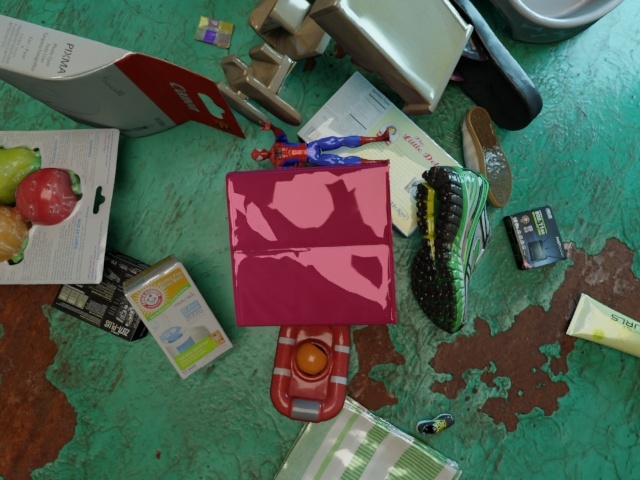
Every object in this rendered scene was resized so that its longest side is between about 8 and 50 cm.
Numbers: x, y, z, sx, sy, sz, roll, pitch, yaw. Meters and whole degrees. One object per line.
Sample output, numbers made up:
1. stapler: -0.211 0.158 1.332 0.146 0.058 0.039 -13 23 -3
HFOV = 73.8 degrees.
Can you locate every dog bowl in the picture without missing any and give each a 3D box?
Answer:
1. dog bowl: 0.489 -0.586 0.852 0.349 0.102 0.348 0 110 1

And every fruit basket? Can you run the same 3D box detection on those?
1. fruit basket: -0.590 -0.071 0.860 0.354 0.165 0.326 0 76 -3

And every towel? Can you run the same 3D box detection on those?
1. towel: -0.239 -0.471 0.962 0.083 0.009 0.060 17 87 2
2. towel: 0.094 0.487 0.878 0.325 0.038 0.247 30 88 2

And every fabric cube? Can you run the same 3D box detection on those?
1. fabric cube: 0.000 0.000 0.774 0.259 0.254 0.258 -3 94 9

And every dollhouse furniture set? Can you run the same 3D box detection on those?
1. dollhouse furniture set: 0.034 -0.382 0.816 0.257 0.394 0.361 29 85 -36

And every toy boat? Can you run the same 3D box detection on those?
1. toy boat: -0.016 0.229 0.827 0.151 0.151 0.230 7 69 1

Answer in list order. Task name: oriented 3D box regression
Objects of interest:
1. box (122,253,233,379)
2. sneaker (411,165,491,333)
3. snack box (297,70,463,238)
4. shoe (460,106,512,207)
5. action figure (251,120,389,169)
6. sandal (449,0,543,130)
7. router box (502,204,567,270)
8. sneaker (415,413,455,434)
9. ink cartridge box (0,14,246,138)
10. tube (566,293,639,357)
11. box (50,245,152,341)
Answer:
1. box: -0.277 0.143 0.826 0.114 0.103 0.203 -32 110 -19
2. sneaker: 0.278 0.025 0.844 0.147 0.134 0.343 -6 107 -24
3. snack box: 0.129 -0.181 0.911 0.322 0.060 0.187 44 90 3
4. shoe: 0.352 -0.174 0.916 0.077 0.058 0.218 -15 90 -20
5. action figure: -0.010 -0.176 0.824 0.281 0.139 0.091 -1 93 11
6. sandal: 0.263 -0.389 0.870 0.107 0.167 0.445 -42 87 -6
7. router box: 0.455 -0.005 0.906 0.092 0.038 0.122 -15 86 -1
8. sneaker: 0.241 0.386 0.883 0.083 0.035 0.031 -18 87 -1
9. ink cartridge box: -0.358 -0.257 0.800 0.385 0.308 0.091 17 87 1
10. tube: 0.642 0.201 0.882 0.240 0.062 0.070 24 46 7
11. box: -0.429 0.105 0.890 0.180 0.077 0.147 23 86 2
